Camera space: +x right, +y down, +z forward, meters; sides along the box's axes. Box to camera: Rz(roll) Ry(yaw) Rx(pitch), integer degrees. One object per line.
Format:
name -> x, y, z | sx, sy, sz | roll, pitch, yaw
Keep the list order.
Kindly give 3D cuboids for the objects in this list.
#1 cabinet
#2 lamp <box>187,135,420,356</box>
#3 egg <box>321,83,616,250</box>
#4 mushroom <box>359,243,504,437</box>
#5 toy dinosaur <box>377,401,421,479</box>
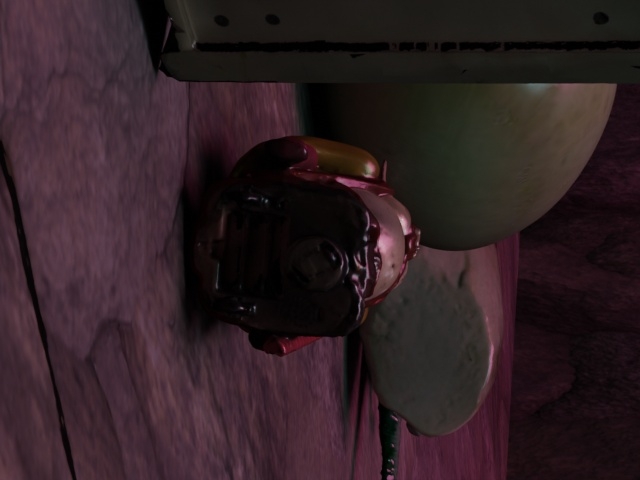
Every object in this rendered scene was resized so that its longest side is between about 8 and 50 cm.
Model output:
cabinet -> 0.048, -0.260, 0.890 | 0.318, 0.290, 0.227 | 74, 23, -50
lamp -> 0.000, 0.000, 1.131 | 0.253, 0.118, 0.118 | -14, 103, -79
egg -> 0.109, -0.111, 1.461 | 0.218, 0.218, 0.295 | -81, 174, -45
mushroom -> 0.096, 0.011, 1.657 | 0.128, 0.128, 0.350 | 80, 14, -46
toy dinosaur -> 0.088, 0.135, 1.708 | 0.129, 0.076, 0.383 | 37, 38, -37
